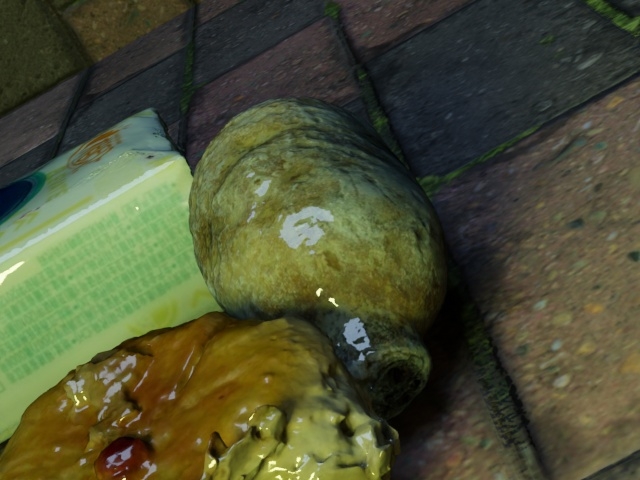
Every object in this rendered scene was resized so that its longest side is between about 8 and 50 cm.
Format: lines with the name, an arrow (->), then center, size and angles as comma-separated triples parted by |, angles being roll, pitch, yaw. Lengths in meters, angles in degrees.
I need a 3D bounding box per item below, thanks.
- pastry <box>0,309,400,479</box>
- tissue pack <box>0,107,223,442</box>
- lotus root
pastry -> -0.088, 0.137, 0.733 | 0.257, 0.121, 0.235 | -45, 35, -16
tissue pack -> -0.270, 0.050, 1.202 | 0.388, 0.162, 0.287 | -31, 19, -3
lotus root -> 0.001, -0.002, 0.930 | 0.175, 0.175, 0.349 | -31, 26, -1
